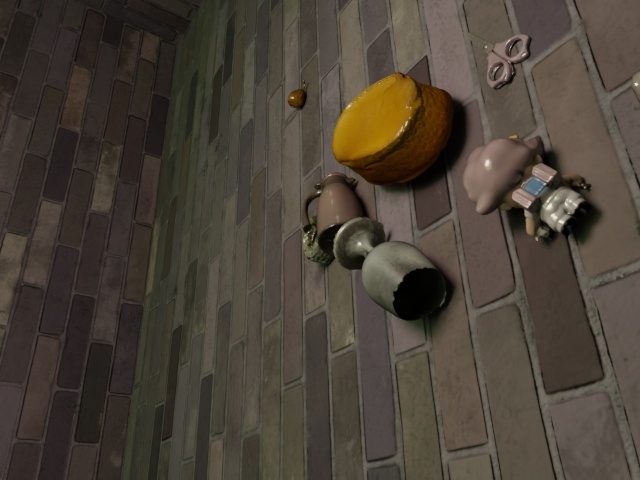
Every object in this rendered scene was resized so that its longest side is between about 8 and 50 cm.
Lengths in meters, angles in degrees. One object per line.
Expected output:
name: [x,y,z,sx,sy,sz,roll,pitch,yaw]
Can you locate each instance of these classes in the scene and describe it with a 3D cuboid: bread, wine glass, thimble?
bread: [0.140,-0.210,1.128,0.270,0.143,0.195,-10,65,55]
wine glass: [0.120,0.048,1.054,0.126,0.127,0.241,-66,28,12]
thimble: [0.000,0.000,1.337,0.084,0.062,0.109,-14,63,59]

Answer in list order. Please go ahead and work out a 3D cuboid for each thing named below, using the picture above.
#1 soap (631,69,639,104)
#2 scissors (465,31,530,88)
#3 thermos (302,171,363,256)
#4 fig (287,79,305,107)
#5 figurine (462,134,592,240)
soap: [0.450,-0.151,0.665,0.121,0.064,0.183,-40,44,43]
scissors: [0.308,-0.345,1.049,0.100,0.015,0.189,-57,32,24]
thermos: [0.024,-0.065,1.272,0.137,0.105,0.193,-18,47,12]
fig: [-0.062,-0.421,1.668,0.050,0.050,0.083,18,81,60]
figurine: [0.291,-0.086,0.859,0.137,0.112,0.229,-58,43,16]
